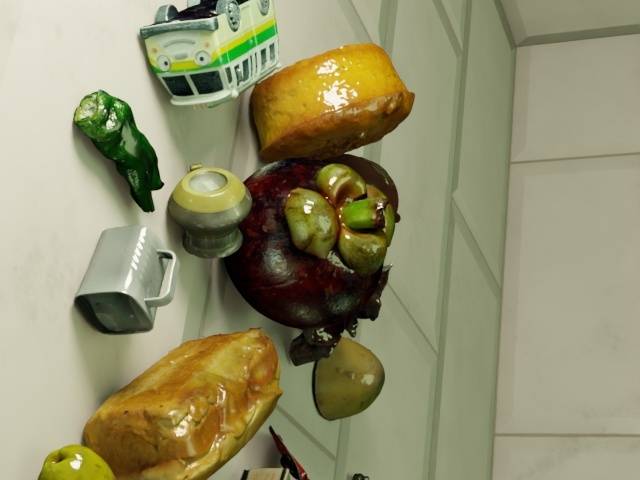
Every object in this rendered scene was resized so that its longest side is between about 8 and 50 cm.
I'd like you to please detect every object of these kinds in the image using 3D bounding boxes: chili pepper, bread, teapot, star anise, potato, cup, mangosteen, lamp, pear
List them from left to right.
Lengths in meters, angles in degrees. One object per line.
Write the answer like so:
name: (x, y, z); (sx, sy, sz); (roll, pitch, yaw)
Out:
pear: (-0.301, 0.318, 1.493); (0.107, 0.107, 0.131); (-54, 133, -59)
chili pepper: (-0.271, -0.127, 1.699); (0.224, 0.061, 0.098); (56, 30, -50)
cup: (-0.252, 0.054, 1.628); (0.095, 0.128, 0.129); (61, 30, -45)
bread: (-0.181, 0.250, 1.703); (0.344, 0.195, 0.148); (-38, 116, -62)
teapot: (-0.176, -0.053, 1.877); (0.165, 0.130, 0.119); (-117, -159, -51)
mangosteen: (-0.010, 0.007, 2.021); (0.300, 0.300, 0.300); (-3, 90, -69)
bread: (0.019, -0.243, 2.184); (0.312, 0.312, 0.172); (-16, 86, -69)
star anise: (0.028, 0.129, 2.239); (0.212, 0.129, 0.283); (-67, -167, -22)
lamp: (0.065, -0.081, 2.403); (0.258, 0.180, 0.180); (11, 77, -69)
potato: (0.070, 0.281, 2.459); (0.202, 0.117, 0.182); (23, 68, -68)

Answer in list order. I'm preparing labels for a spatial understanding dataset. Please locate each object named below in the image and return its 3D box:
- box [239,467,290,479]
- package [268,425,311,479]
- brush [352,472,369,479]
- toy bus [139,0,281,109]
box: (-0.101, 0.529, 1.921); (0.310, 0.084, 0.198); (-70, 156, -67)
package: (-0.022, 0.455, 2.103); (0.194, 0.071, 0.269); (103, -31, -68)
brush: (0.072, 0.647, 2.502); (0.070, 0.051, 0.323); (57, 33, -64)
toy bus: (-0.162, -0.307, 1.903); (0.276, 0.134, 0.164); (-49, 132, -61)
